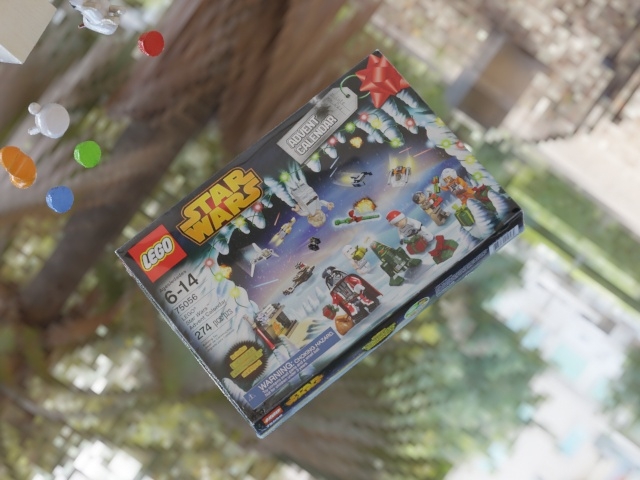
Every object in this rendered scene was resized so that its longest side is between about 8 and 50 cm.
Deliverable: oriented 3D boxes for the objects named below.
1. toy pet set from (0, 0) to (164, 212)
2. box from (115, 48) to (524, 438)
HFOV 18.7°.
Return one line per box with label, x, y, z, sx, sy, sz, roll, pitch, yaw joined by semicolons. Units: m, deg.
toy pet set;-0.169;-0.098;1.098;0.065;0.122;0.114;10;155;48
box;0.000;0.000;0.776;0.094;0.137;0.027;49;173;20
